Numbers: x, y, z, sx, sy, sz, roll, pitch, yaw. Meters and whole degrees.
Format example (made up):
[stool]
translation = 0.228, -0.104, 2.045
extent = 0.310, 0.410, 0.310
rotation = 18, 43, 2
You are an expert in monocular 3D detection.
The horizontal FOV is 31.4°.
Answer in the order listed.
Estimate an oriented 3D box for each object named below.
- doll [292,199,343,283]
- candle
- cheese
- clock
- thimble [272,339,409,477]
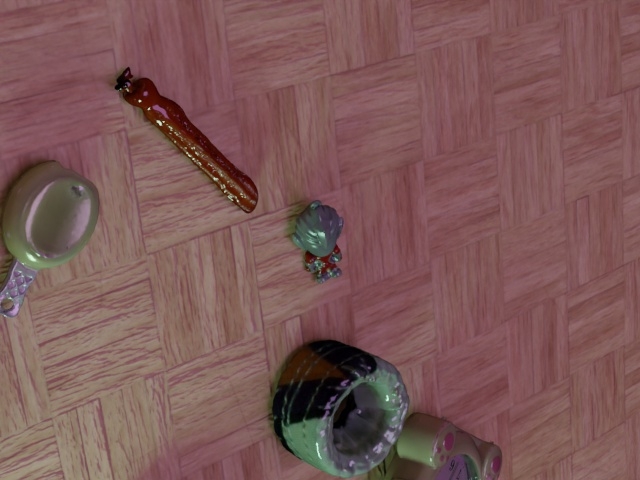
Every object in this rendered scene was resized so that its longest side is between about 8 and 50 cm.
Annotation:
[doll]
translation = 0.000, 0.000, 1.945
extent = 0.094, 0.079, 0.180
rotation = -19, 130, -10
[candle]
translation = -0.195, -0.150, 1.754
extent = 0.051, 0.048, 0.329
rotation = -48, 129, -4
[cheese]
translation = -0.399, 0.002, 1.608
extent = 0.137, 0.064, 0.227
rotation = 30, 83, -39
[clock]
translation = 0.218, 0.506, 2.209
extent = 0.284, 0.114, 0.309
rotation = 33, 73, -50
[thimble]
translation = 0.040, 0.293, 2.002
extent = 0.237, 0.150, 0.237
rotation = -12, 109, -39
